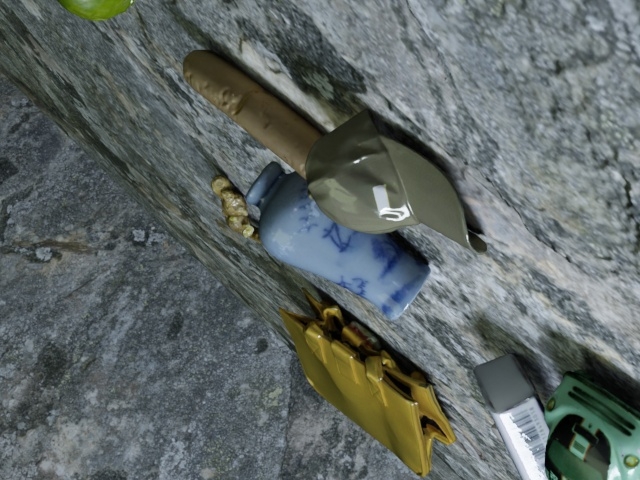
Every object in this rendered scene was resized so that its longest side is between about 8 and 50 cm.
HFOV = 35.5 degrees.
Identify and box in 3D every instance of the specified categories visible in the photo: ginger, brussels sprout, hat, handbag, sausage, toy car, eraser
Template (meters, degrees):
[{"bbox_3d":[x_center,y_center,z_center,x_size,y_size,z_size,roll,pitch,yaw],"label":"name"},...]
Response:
[{"bbox_3d":[-0.165,-0.051,1.982,0.193,0.052,0.176,48,163,-16],"label":"ginger"},{"bbox_3d":[-0.290,-0.344,1.242,0.155,0.117,0.155,37,-162,-14],"label":"brussels sprout"},{"bbox_3d":[0.076,-0.028,1.065,0.166,0.144,0.173,55,-172,-48],"label":"hat"},{"bbox_3d":[0.097,0.279,2.047,0.401,0.133,0.283,35,160,40],"label":"handbag"},{"bbox_3d":[-0.065,-0.152,1.268,0.301,0.066,0.066,38,167,21],"label":"sausage"},{"bbox_3d":[0.337,0.272,1.172,0.136,0.125,0.306,35,164,39],"label":"toy car"},{"bbox_3d":[0.278,0.267,1.321,0.124,0.068,0.210,-108,-8,-69],"label":"eraser"}]

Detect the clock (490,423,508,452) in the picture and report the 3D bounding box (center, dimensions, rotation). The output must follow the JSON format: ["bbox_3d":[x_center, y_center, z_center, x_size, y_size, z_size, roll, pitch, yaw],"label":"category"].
[{"bbox_3d":[0.354,0.334,1.491,0.229,0.063,0.155,36,168,37],"label":"clock"}]

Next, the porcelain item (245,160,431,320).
[{"bbox_3d":[0.019,-0.003,1.323,0.259,0.141,0.141,37,168,1],"label":"porcelain item"}]
